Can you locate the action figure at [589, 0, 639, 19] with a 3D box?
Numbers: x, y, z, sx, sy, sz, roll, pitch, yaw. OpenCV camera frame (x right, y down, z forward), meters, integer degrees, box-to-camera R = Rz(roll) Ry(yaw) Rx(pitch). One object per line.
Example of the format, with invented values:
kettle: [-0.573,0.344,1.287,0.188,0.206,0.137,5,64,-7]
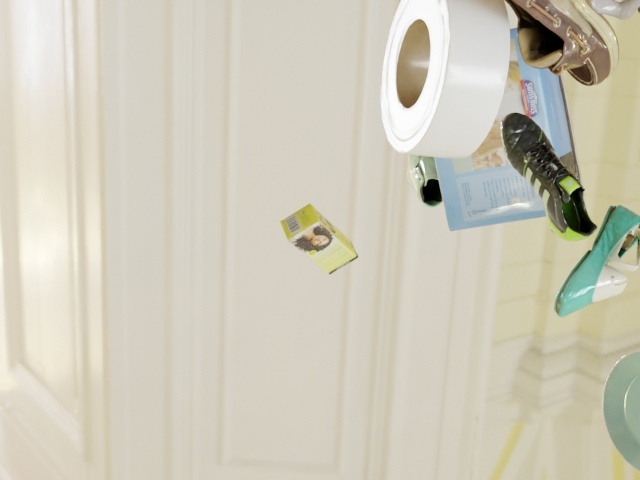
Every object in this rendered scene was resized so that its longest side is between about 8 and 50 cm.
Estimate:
action figure: [0.499,-0.399,1.089,0.330,0.178,0.341,-10,-144,41]

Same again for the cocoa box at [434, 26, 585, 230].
cocoa box: [0.344,-0.215,1.787,0.232,0.347,0.228,-9,-173,26]

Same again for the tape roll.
tape roll: [0.188,-0.271,1.483,0.100,0.286,0.286,4,-165,-17]

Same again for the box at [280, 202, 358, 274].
box: [0.000,0.000,2.156,0.087,0.058,0.232,-32,150,12]

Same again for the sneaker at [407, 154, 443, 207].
sneaker: [0.228,-0.192,1.907,0.094,0.255,0.151,-6,-149,-5]

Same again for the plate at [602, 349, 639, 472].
plate: [0.490,0.252,1.381,0.024,0.188,0.188,-2,-164,-31]

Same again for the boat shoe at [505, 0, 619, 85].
boat shoe: [0.335,-0.306,1.379,0.123,0.123,0.342,39,-179,33]

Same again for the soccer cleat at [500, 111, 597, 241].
soccer cleat: [0.280,-0.079,1.144,0.060,0.178,0.072,-33,-172,-13]

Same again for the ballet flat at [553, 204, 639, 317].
ballet flat: [0.470,0.038,1.543,0.087,0.083,0.247,23,-123,26]
